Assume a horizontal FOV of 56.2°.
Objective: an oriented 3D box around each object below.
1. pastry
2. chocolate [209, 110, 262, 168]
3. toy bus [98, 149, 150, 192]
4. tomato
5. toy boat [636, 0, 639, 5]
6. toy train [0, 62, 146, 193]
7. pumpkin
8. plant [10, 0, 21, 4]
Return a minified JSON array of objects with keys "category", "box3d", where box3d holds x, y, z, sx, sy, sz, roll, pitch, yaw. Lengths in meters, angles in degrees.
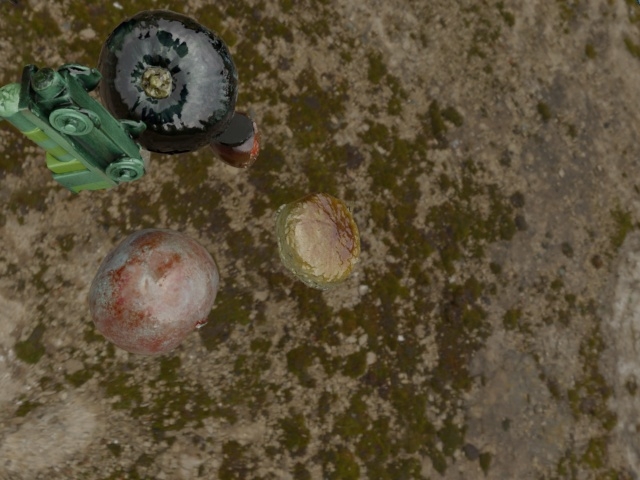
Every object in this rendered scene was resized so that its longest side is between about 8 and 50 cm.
[{"category":"pastry","box3d":[0.000,0.000,1.864,0.330,0.136,0.329,21,58,-39]},{"category":"chocolate","box3d":[-0.177,-0.214,1.311,0.127,0.133,0.124,34,71,23]},{"category":"toy bus","box3d":[-0.515,-0.201,1.521,0.103,0.091,0.182,27,35,10]},{"category":"tomato","box3d":[-0.397,0.122,1.459,0.282,0.317,0.316,46,56,-23]},{"category":"toy boat","box3d":[0.602,-0.334,0.953,0.291,0.070,0.210,48,47,6]},{"category":"toy train","box3d":[-0.296,-0.129,0.719,0.132,0.200,0.083,-10,64,10]},{"category":"pumpkin","box3d":[-0.249,-0.255,0.980,0.233,0.233,0.163,45,14,-12]},{"category":"plant","box3d":[-0.513,-0.520,0.912,0.276,0.199,0.188,45,64,-27]}]
